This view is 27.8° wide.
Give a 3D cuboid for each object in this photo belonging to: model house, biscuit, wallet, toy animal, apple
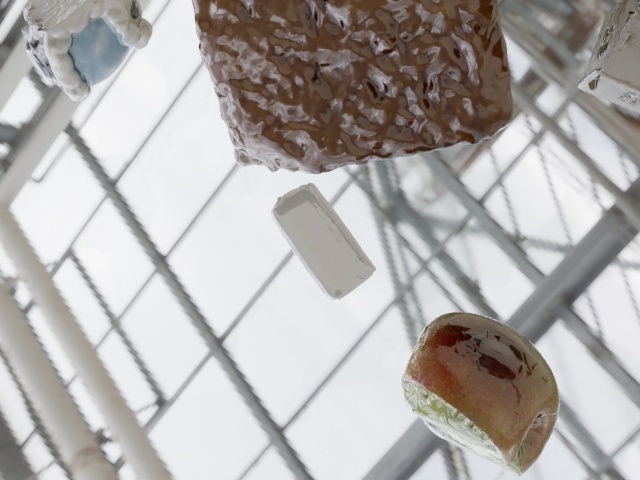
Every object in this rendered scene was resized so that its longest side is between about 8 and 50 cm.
[{"bbox_3d":[0.430,-0.242,1.435,0.181,0.176,0.248,21,166,-9],"label":"model house"},{"bbox_3d":[0.044,-0.266,1.649,0.166,0.395,0.342,-94,-9,-65],"label":"biscuit"},{"bbox_3d":[0.000,0.000,2.041,0.190,0.095,0.033,53,167,-3],"label":"wallet"},{"bbox_3d":[-0.354,-0.325,1.989,0.156,0.204,0.208,52,177,-33],"label":"toy animal"},{"bbox_3d":[0.208,0.188,1.652,0.188,0.173,0.207,22,-178,25],"label":"apple"}]
